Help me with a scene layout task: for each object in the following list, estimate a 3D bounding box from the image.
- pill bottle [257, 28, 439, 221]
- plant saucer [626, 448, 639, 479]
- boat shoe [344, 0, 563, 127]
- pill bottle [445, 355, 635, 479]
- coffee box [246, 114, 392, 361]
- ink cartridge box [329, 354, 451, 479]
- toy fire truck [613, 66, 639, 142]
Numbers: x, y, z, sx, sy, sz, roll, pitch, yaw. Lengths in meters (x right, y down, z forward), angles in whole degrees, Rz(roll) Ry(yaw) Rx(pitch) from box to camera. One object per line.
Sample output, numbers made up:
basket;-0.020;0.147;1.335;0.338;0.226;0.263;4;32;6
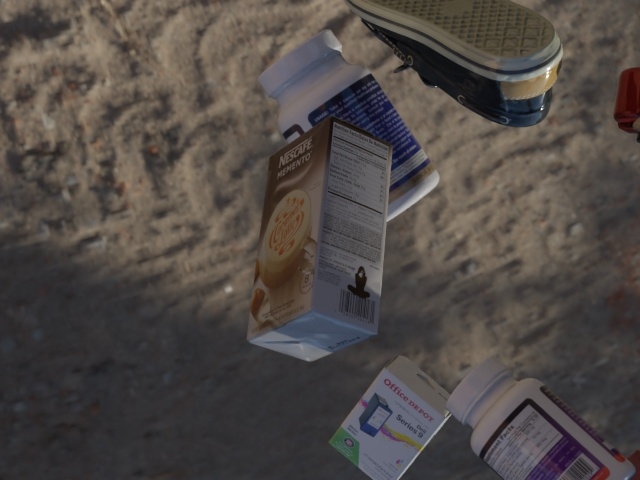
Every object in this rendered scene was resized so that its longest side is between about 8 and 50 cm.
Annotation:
pill bottle;0.036;-0.151;1.633;0.153;0.264;0.153;-34;-177;2
plant saucer;0.484;0.298;1.387;0.258;0.047;0.259;3;160;5
boat shoe;0.186;-0.321;1.802;0.187;0.500;0.156;-30;133;-16
pill bottle;0.231;0.217;1.257;0.108;0.193;0.108;-39;158;-19
coffee box;0.000;0.000;1.370;0.098;0.246;0.141;21;150;-29
ink cartridge box;0.141;0.352;2.265;0.212;0.154;0.093;-55;169;23
toy fire truck;0.540;-0.209;1.816;0.217;0.158;0.246;6;174;44
